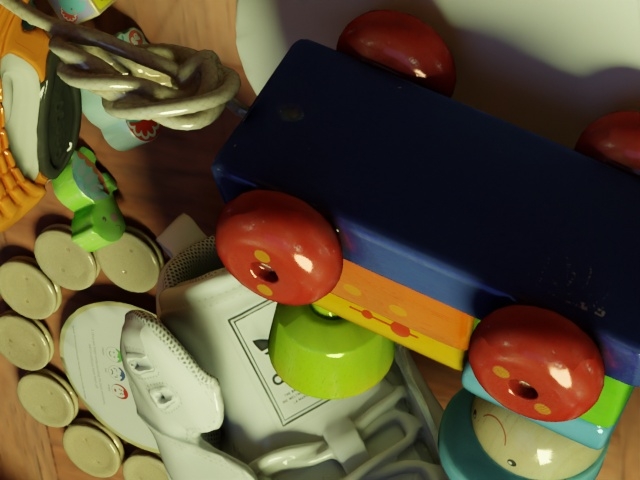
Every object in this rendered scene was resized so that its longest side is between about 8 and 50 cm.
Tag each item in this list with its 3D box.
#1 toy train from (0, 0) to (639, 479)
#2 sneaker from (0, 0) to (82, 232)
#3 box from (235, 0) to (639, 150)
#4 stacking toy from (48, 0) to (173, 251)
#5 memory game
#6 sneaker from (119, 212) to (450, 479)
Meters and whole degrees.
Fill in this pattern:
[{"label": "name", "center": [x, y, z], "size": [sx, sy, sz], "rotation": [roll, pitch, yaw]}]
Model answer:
[{"label": "toy train", "center": [0.000, 0.000, 0.632], "size": [0.248, 0.105, 0.143], "rotation": [24, 147, 13]}, {"label": "sneaker", "center": [-0.168, -0.120, 0.736], "size": [0.121, 0.099, 0.262], "rotation": [23, 132, 17]}, {"label": "box", "center": [0.075, -0.089, 0.662], "size": [0.182, 0.119, 0.181], "rotation": [7, 127, 28]}, {"label": "stacking toy", "center": [-0.108, -0.098, 0.813], "size": [0.167, 0.052, 0.221], "rotation": [-19, 112, 40]}, {"label": "memory game", "center": [-0.092, 0.068, 0.957], "size": [0.186, 0.012, 0.186], "rotation": [16, 129, 21]}, {"label": "sneaker", "center": [0.017, 0.116, 0.745], "size": [0.366, 0.137, 0.210], "rotation": [35, 146, 62]}]
